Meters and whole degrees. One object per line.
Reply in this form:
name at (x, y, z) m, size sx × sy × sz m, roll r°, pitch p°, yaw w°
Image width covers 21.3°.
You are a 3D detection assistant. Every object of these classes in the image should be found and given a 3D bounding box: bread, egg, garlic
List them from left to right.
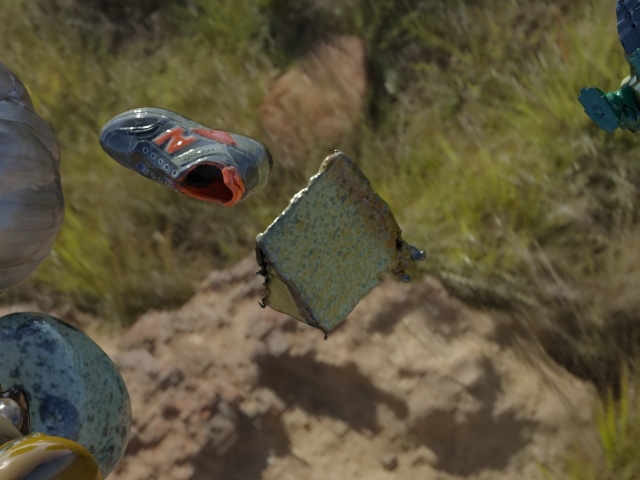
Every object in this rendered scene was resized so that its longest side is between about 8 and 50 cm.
garlic at (-0.303, -0.048, 1.450) m, size 0.228 × 0.152 × 0.228 m, roll -9°, pitch 79°, yaw 54°
egg at (-0.230, 0.136, 1.432) m, size 0.132 × 0.172 × 0.132 m, roll -16°, pitch 28°, yaw 9°
bread at (0.000, 0.000, 1.676) m, size 0.147 × 0.152 × 0.127 m, roll -44°, pitch 34°, yaw -22°

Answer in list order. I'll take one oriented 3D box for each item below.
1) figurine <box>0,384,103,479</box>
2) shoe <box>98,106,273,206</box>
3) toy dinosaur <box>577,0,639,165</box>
figurine at (-0.261, 0.172, 1.223) m, size 0.256 × 0.167 × 0.192 m, roll -3°, pitch 26°, yaw 43°
shoe at (-0.151, -0.085, 1.791) m, size 0.194 × 0.074 × 0.077 m, roll 15°, pitch 34°, yaw 14°
toy dinosaur at (0.299, -0.080, 1.315) m, size 0.094 × 0.153 × 0.259 m, roll -39°, pitch 82°, yaw 39°
